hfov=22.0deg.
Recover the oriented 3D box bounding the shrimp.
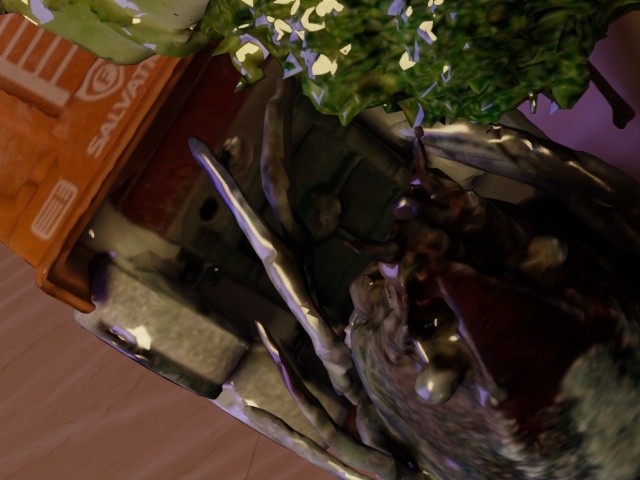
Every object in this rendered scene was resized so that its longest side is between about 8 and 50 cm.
[{"bbox_3d":[0.080,0.054,0.604,0.166,0.221,0.410,30,171,43],"label":"shrimp"}]

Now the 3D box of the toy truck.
[{"bbox_3d":[0.000,0.000,0.775,0.207,0.173,0.387,28,175,43],"label":"toy truck"}]

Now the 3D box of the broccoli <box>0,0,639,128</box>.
[{"bbox_3d":[-0.012,-0.163,0.464,0.304,0.321,0.283,46,139,6],"label":"broccoli"}]

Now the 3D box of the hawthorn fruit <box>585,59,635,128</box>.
[{"bbox_3d":[0.084,-0.141,0.805,0.285,0.165,0.165,23,-158,-52],"label":"hawthorn fruit"}]

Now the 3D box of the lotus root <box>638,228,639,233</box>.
[{"bbox_3d":[0.157,0.098,1.066,0.250,0.250,0.346,53,171,-2],"label":"lotus root"}]
